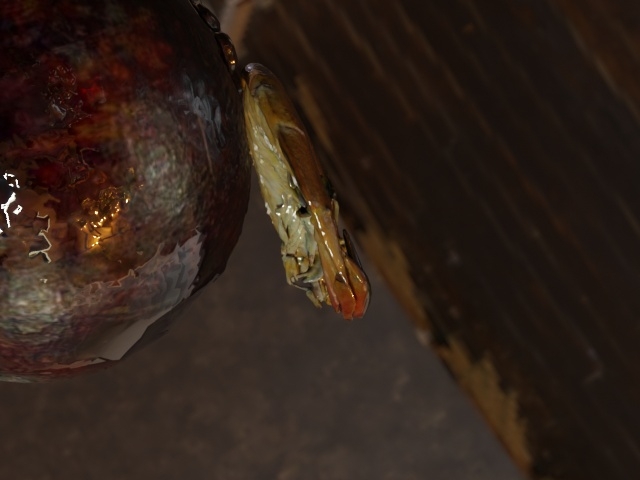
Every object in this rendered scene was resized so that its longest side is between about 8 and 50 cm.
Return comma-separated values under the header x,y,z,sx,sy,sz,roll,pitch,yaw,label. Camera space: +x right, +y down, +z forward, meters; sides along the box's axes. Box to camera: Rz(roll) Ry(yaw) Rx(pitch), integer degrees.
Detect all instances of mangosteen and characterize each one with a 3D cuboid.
x,y,z,sx,sy,sz,roll,pitch,yaw,label
-0.199,-0.061,1.148,0.330,0.330,0.330,50,159,27,mangosteen

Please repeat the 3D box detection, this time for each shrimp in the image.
x,y,z,sx,sy,sz,roll,pitch,yaw,label
0.001,-0.001,0.873,0.178,0.034,0.124,76,170,-48,shrimp
